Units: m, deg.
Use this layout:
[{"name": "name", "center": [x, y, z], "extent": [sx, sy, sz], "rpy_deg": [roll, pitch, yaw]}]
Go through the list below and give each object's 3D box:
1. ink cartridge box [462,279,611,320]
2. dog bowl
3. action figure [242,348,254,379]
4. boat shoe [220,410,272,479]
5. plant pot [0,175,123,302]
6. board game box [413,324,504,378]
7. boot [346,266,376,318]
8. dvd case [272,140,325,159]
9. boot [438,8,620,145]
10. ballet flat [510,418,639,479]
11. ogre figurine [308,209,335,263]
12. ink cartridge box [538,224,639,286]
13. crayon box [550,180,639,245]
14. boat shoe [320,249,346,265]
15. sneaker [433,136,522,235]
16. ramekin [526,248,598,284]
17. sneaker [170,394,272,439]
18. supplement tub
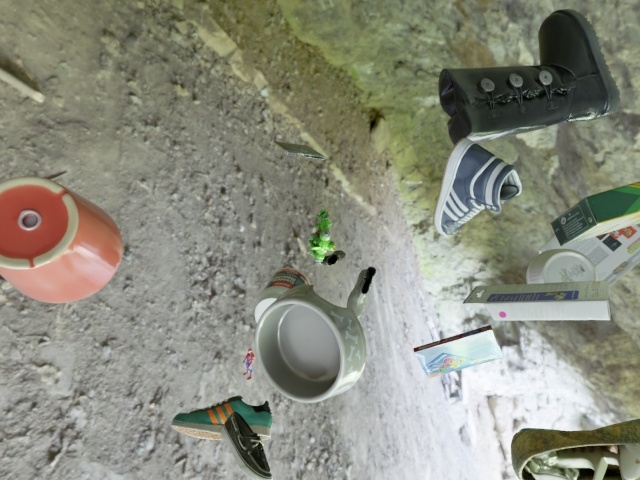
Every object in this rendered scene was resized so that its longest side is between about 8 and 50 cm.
[{"name": "ink cartridge box", "center": [0.619, 0.173, 1.309], "extent": [0.175, 0.370, 0.069], "rpy_deg": [-22, 105, -55]}, {"name": "dog bowl", "center": [-0.044, 0.309, 1.331], "extent": [0.102, 0.348, 0.349], "rpy_deg": [-14, 85, -60]}, {"name": "action figure", "center": [-0.225, 0.384, 1.422], "extent": [0.038, 0.030, 0.115], "rpy_deg": [41, -52, 46]}, {"name": "boat shoe", "center": [-0.193, 0.553, 1.219], "extent": [0.219, 0.070, 0.077], "rpy_deg": [36, 3, 38]}, {"name": "plant pot", "center": [-0.604, -0.009, 1.004], "extent": [0.243, 0.274, 0.275], "rpy_deg": [130, -54, -70]}, {"name": "board game box", "center": [0.488, 0.398, 1.608], "extent": [0.145, 0.281, 0.027], "rpy_deg": [60, 20, -23]}, {"name": "boot", "center": [0.182, 0.235, 2.048], "extent": [0.161, 0.083, 0.247], "rpy_deg": [97, 11, -84]}, {"name": "dvd case", "center": [-0.091, -0.374, 1.882], "extent": [0.221, 0.164, 0.018], "rpy_deg": [-133, -129, -60]}, {"name": "boot", "center": [0.530, -0.456, 1.242], "extent": [0.146, 0.444, 0.367], "rpy_deg": [90, -13, -65]}, {"name": "ballet flat", "center": [0.515, 0.398, 0.814], "extent": [0.123, 0.348, 0.123], "rpy_deg": [25, 55, -41]}, {"name": "ogre figurine", "center": [0.000, 0.000, 1.668], "extent": [0.096, 0.197, 0.118], "rpy_deg": [23, 30, -24]}, {"name": "ink cartridge box", "center": [1.082, 0.034, 1.787], "extent": [0.272, 0.309, 0.130], "rpy_deg": [51, 15, 24]}, {"name": "crayon box", "center": [0.836, -0.090, 1.241], "extent": [0.203, 0.322, 0.083], "rpy_deg": [83, -9, -73]}, {"name": "boat shoe", "center": [0.055, 0.070, 1.761], "extent": [0.133, 0.042, 0.049], "rpy_deg": [-16, 108, -45]}, {"name": "sneaker", "center": [0.353, -0.084, 1.030], "extent": [0.153, 0.099, 0.282], "rpy_deg": [36, -29, 30]}, {"name": "ramekin", "center": [0.806, 0.123, 1.506], "extent": [0.109, 0.207, 0.207], "rpy_deg": [49, 26, -75]}, {"name": "sneaker", "center": [-0.299, 0.542, 1.399], "extent": [0.108, 0.301, 0.121], "rpy_deg": [108, -13, -52]}, {"name": "supplement tub", "center": [-0.154, 0.248, 1.893], "extent": [0.272, 0.191, 0.191], "rpy_deg": [-64, 132, -66]}]
